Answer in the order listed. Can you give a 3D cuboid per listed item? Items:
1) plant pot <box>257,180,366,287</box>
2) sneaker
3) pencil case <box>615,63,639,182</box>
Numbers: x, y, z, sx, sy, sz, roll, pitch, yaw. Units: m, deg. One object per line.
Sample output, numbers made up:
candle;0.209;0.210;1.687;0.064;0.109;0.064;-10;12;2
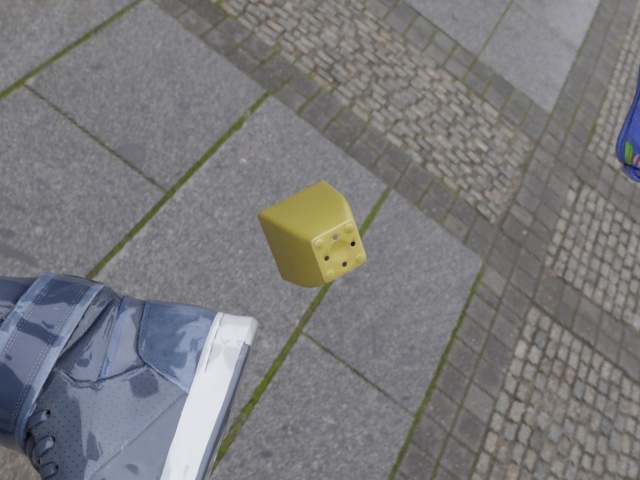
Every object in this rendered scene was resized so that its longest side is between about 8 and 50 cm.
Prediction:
plant pot;0.000;0.000;0.735;0.081;0.083;0.081;-28;115;-17
sneaker;-0.136;0.114;0.355;0.163;0.086;0.226;18;50;-3
pencil case;0.339;-0.188;0.647;0.133;0.306;0.119;8;9;8
